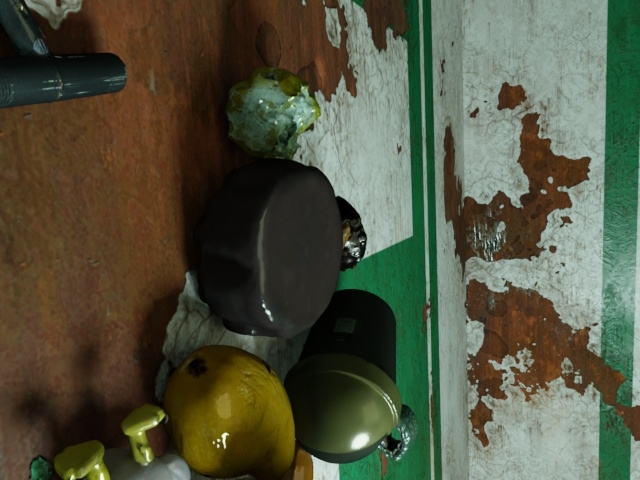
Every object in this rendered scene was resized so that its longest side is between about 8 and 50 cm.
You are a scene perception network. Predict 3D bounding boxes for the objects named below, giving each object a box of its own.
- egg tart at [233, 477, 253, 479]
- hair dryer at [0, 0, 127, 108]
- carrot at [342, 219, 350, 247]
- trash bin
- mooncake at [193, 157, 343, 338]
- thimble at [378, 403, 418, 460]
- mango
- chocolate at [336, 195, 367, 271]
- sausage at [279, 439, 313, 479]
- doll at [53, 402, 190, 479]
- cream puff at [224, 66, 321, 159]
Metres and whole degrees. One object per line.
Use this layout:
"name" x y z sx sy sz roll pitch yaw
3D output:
"egg tart" -0.028 0.431 0.676 0.115 0.290 0.290 -64 144 -33
"hair dryer" -0.286 -0.232 0.485 0.173 0.050 0.195 -41 123 -60
"carrot" 0.004 0.061 0.937 0.057 0.057 0.224 -19 139 -62
"trash bin" 0.044 0.258 0.940 0.334 0.214 0.214 -73 153 -59
"mooncake" -0.076 0.011 0.793 0.283 0.141 0.283 -21 114 -60
"thimble" 0.207 0.531 1.406 0.090 0.118 0.135 -18 122 -58
"mango" -0.125 0.257 0.734 0.295 0.120 0.177 66 31 -50
"chocolate" 0.000 0.000 0.998 0.133 0.156 0.156 -16 107 -34
"sausage" -0.071 0.486 0.865 0.105 0.105 0.274 44 52 -56
"doll" -0.208 0.373 0.587 0.160 0.094 0.365 -24 110 -47
"cream puff" -0.077 -0.203 0.817 0.156 0.121 0.156 -50 155 -34
